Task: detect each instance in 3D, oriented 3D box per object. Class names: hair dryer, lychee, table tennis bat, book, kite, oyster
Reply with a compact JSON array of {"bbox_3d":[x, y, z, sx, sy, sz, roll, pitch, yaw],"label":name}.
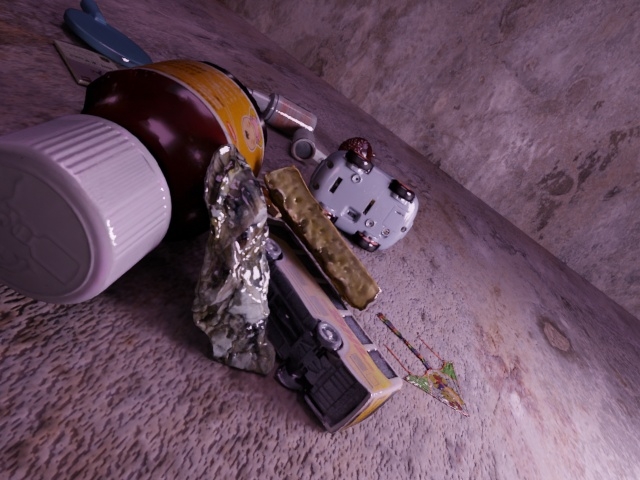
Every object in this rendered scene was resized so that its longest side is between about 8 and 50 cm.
[{"bbox_3d":[0.016,-0.250,1.388,0.236,0.073,0.131,32,23,-17],"label":"hair dryer"},{"bbox_3d":[0.125,-0.306,1.575,0.129,0.123,0.123,24,26,-8],"label":"lychee"},{"bbox_3d":[-0.551,-0.534,1.155,0.215,0.044,0.329,10,35,-53],"label":"table tennis bat"},{"bbox_3d":[-0.493,-0.374,0.985,0.127,0.014,0.181,4,40,-52],"label":"book"},{"bbox_3d":[0.194,0.225,0.845,0.198,0.006,0.244,1,43,-53],"label":"kite"},{"bbox_3d":[-0.105,0.022,0.552,0.087,0.199,0.252,-1,66,6],"label":"oyster"}]

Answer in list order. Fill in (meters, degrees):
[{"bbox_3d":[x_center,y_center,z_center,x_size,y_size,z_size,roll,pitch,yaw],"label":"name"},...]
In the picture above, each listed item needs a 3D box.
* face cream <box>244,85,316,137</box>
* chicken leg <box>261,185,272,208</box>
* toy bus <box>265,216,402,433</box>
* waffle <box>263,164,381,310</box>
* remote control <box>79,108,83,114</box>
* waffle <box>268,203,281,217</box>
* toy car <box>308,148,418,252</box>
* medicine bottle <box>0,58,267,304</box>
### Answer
[{"bbox_3d":[-0.139,-0.409,1.422,0.252,0.101,0.101,22,28,-29],"label":"face cream"},{"bbox_3d":[-0.218,-0.155,0.892,0.304,0.093,0.113,46,42,1],"label":"chicken leg"},{"bbox_3d":[-0.028,0.101,0.656,0.138,0.097,0.342,8,37,-51],"label":"toy bus"},{"bbox_3d":[0.000,0.000,0.753,0.247,0.055,0.221,54,-4,1],"label":"waffle"},{"bbox_3d":[-0.319,-0.163,0.799,0.222,0.042,0.072,38,22,-11],"label":"remote control"},{"bbox_3d":[-0.072,-0.073,1.003,0.092,0.021,0.135,47,26,21],"label":"waffle"},{"bbox_3d":[0.102,-0.110,1.135,0.271,0.180,0.212,33,15,-8],"label":"toy car"},{"bbox_3d":[-0.232,-0.086,0.572,0.243,0.242,0.395,34,33,-6],"label":"medicine bottle"}]
